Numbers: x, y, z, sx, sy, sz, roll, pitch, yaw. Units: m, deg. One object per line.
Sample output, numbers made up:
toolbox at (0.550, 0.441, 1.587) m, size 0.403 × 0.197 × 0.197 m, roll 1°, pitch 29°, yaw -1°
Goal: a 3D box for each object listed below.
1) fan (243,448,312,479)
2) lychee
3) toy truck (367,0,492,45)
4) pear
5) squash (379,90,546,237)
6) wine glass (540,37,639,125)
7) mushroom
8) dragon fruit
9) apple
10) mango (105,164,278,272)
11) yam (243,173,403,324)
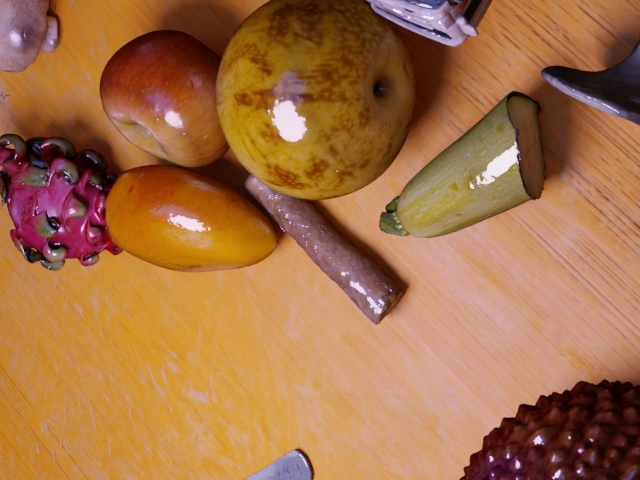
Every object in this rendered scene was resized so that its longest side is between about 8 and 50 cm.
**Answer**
fan at (-0.127, 0.404, 1.503) m, size 0.282 × 0.023 × 0.057 m, roll -27°, pitch 85°, yaw 29°
lychee at (0.316, 0.322, 1.080) m, size 0.306 × 0.306 × 0.330 m, roll 34°, pitch 99°, yaw 22°
toy truck at (0.184, -0.417, 1.055) m, size 0.173 × 0.207 × 0.387 m, roll 31°, pitch 91°, yaw 23°
pear at (-0.010, -0.189, 1.210) m, size 0.281 × 0.281 × 0.280 m, roll 5°, pitch 99°, yaw 29°
squash at (0.184, -0.056, 1.208) m, size 0.287 × 0.137 × 0.137 m, roll -40°, pitch 77°, yaw 34°
wine glass at (0.405, -0.330, 0.974) m, size 0.267 × 0.267 × 0.406 m, roll 28°, pitch 115°, yaw 24°
mushroom at (-0.515, -0.367, 1.561) m, size 0.166 × 0.127 × 0.166 m, roll -13°, pitch 73°, yaw 46°
dragon fruit at (-0.433, -0.079, 1.524) m, size 0.198 × 0.218 × 0.272 m, roll -23°, pitch 77°, yaw -14°
apple at (-0.212, -0.213, 1.359) m, size 0.235 × 0.210 × 0.173 m, roll 28°, pitch 73°, yaw 28°
mango at (-0.191, -0.026, 1.394) m, size 0.257 × 0.138 × 0.187 m, roll 5°, pitch 131°, yaw 25°
yam at (0.000, 0.000, 1.348) m, size 0.300 × 0.066 × 0.066 m, roll 44°, pitch 116°, yaw 17°
